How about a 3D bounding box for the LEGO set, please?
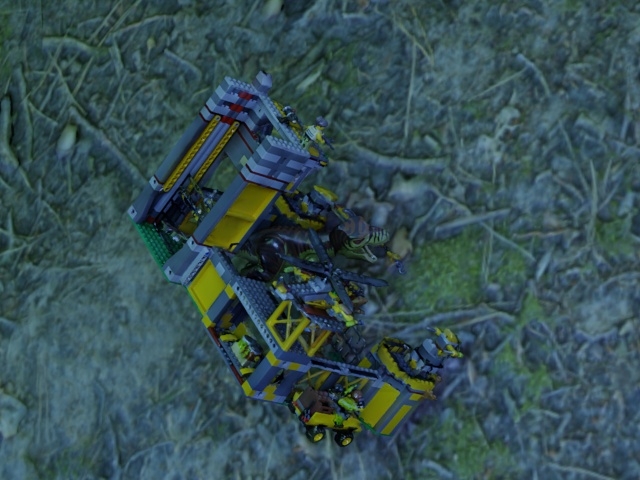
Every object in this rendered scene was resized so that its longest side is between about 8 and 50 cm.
[{"bbox_3d":[0.000,0.000,1.517,0.192,0.255,0.331,-52,41,21],"label":"LEGO set"}]
